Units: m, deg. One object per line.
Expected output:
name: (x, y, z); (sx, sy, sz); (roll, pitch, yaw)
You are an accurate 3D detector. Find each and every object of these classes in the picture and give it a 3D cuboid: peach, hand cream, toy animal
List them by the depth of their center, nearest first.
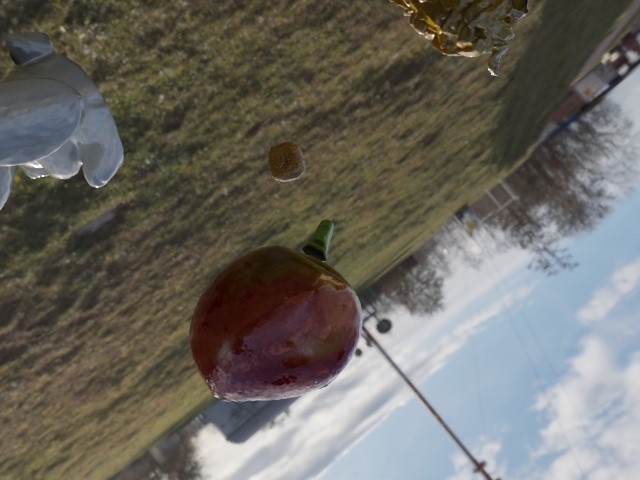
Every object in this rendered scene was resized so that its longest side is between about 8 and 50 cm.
peach: (-0.052, 0.103, 0.842); (0.192, 0.190, 0.190); (-53, 175, 8)
toy animal: (-0.416, -0.127, 0.866); (0.265, 0.205, 0.272); (-29, -150, -36)
hand cream: (0.000, 0.000, 0.999); (0.023, 0.036, 0.122); (-61, -178, 23)

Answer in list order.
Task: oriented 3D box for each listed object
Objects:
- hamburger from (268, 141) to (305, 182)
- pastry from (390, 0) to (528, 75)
hamburger: (-0.070, -0.160, 1.468); (0.076, 0.083, 0.044); (-21, 173, 5)
pastry: (0.181, -0.335, 0.970); (0.154, 0.250, 0.102); (-22, 149, -26)
